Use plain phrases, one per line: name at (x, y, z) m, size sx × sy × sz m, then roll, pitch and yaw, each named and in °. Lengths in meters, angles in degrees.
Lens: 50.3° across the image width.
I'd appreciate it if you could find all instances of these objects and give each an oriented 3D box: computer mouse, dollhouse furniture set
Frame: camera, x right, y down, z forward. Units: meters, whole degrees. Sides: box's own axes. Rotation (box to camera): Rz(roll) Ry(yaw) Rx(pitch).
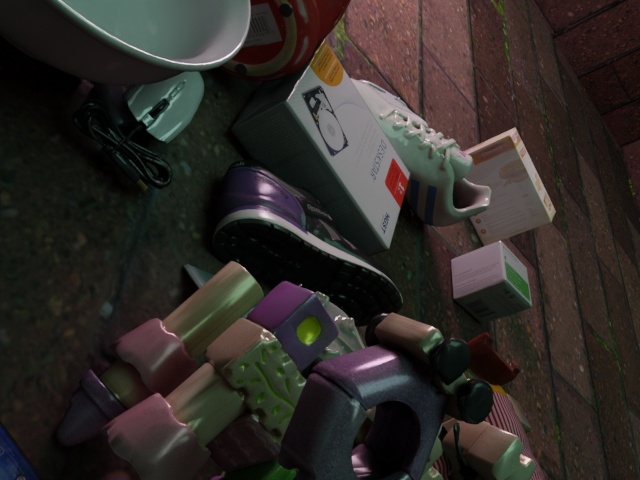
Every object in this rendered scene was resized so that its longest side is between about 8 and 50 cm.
computer mouse at (-0.160, -0.138, 0.677) m, size 0.106 × 0.042 × 0.193 m, roll 47°, pitch 37°, yaw -26°
dollhouse furniture set at (0.225, 0.281, 0.806) m, size 0.374 × 0.152 × 0.201 m, roll 41°, pitch 24°, yaw -49°

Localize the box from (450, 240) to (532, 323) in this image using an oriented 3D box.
box at (0.294, 0.074, 1.177) m, size 0.101 × 0.102 × 0.087 m, roll 38°, pitch 40°, yaw -35°

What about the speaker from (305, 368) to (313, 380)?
speaker at (0.040, 0.199, 0.773) m, size 0.136 × 0.055 × 0.055 m, roll 56°, pitch 34°, yaw -18°

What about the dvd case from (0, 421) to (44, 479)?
dvd case at (-0.268, 0.185, 0.367) m, size 0.180 × 0.022 × 0.253 m, roll 60°, pitch 33°, yaw -12°

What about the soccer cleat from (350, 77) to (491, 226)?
soccer cleat at (0.143, -0.142, 1.039) m, size 0.331 × 0.143 × 0.116 m, roll 40°, pitch 54°, yaw -35°

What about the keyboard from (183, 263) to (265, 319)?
keyboard at (-0.037, 0.085, 0.739) m, size 0.256 × 0.014 × 0.072 m, roll 29°, pitch 5°, yaw -44°

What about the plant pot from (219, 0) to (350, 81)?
plant pot at (-0.065, -0.303, 0.814) m, size 0.191 × 0.191 × 0.174 m, roll 49°, pitch 41°, yaw -25°

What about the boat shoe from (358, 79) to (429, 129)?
boat shoe at (0.117, -0.217, 1.147) m, size 0.184 × 0.066 × 0.063 m, roll 13°, pitch 61°, yaw -41°

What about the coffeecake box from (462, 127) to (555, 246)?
coffeecake box at (0.348, -0.102, 1.327) m, size 0.185 × 0.142 × 0.068 m, roll 62°, pitch 32°, yaw -8°

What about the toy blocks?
toy blocks at (-0.038, 0.206, 0.467) m, size 0.260 × 0.309 × 0.288 m, roll -41°, pitch 115°, yaw -20°

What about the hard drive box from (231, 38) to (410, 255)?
hard drive box at (0.011, -0.113, 0.887) m, size 0.232 × 0.089 × 0.181 m, roll 53°, pitch 35°, yaw -26°

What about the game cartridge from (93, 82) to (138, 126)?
game cartridge at (-0.189, -0.145, 0.695) m, size 0.083 × 0.017 × 0.056 m, roll -24°, pitch 87°, yaw -58°

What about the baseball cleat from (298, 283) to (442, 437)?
baseball cleat at (0.022, 0.142, 0.684) m, size 0.206 × 0.109 × 0.072 m, roll 45°, pitch 42°, yaw 14°

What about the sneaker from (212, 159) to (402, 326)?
sneaker at (0.000, 0.000, 0.801) m, size 0.283 × 0.107 × 0.124 m, roll 36°, pitch 37°, yaw -39°

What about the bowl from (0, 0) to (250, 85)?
bowl at (-0.214, -0.248, 0.602) m, size 0.298 × 0.134 × 0.297 m, roll 31°, pitch 45°, yaw -36°
